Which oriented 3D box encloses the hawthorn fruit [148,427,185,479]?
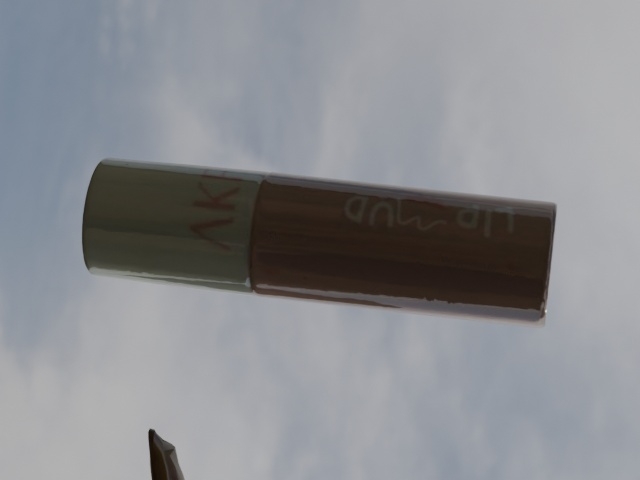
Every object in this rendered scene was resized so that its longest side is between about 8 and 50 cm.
[{"bbox_3d":[-0.033,0.218,0.611,0.277,0.277,0.298,-36,-111,57],"label":"hawthorn fruit"}]

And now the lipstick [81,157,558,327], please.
[{"bbox_3d":[0.000,0.000,0.878,0.070,0.254,0.070,6,90,-82],"label":"lipstick"}]
